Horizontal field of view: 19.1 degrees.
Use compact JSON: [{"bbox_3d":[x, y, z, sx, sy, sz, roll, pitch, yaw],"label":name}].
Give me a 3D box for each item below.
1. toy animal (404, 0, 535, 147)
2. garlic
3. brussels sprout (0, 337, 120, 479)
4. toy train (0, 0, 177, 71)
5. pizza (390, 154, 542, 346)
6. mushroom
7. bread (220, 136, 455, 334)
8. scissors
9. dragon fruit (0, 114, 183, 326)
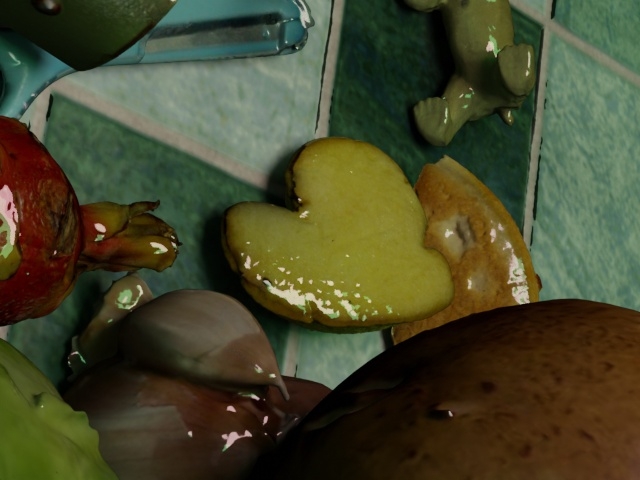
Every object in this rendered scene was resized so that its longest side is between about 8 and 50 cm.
[{"bbox_3d":[0.124,-0.185,1.496,0.101,0.103,0.219,1,80,-66],"label":"toy animal"},{"bbox_3d":[-0.066,0.139,1.179,0.160,0.191,0.214,-44,129,-15],"label":"garlic"},{"bbox_3d":[-0.216,0.135,0.971,0.244,0.244,0.244,11,75,-45],"label":"brussels sprout"},{"bbox_3d":[-0.189,-0.250,1.097,0.299,0.131,0.202,33,52,-27],"label":"toy train"},{"bbox_3d":[0.108,0.060,1.413,0.058,0.127,0.246,7,68,-69],"label":"pizza"},{"bbox_3d":[0.088,0.217,1.016,0.331,0.334,0.356,-22,119,-27],"label":"mushroom"},{"bbox_3d":[0.000,0.000,1.344,0.187,0.065,0.149,0,67,-33],"label":"bread"},{"bbox_3d":[-0.148,-0.148,1.227,0.393,0.032,0.180,-5,86,-46],"label":"scissors"},{"bbox_3d":[-0.172,-0.007,1.109,0.246,0.125,0.125,3,68,-48],"label":"dragon fruit"}]
